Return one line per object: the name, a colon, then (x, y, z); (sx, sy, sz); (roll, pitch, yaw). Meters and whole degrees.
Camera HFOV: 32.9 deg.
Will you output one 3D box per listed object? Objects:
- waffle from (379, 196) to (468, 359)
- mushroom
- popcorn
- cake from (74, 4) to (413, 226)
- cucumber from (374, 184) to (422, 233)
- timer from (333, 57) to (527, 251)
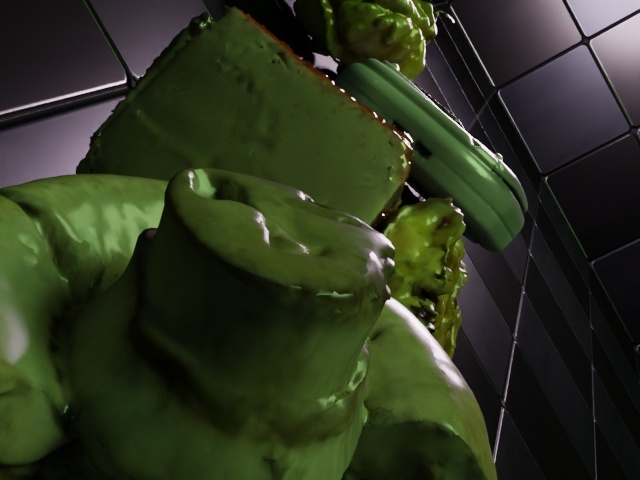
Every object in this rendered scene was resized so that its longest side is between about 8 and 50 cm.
waffle: (0.035, 0.105, 0.659); (0.309, 0.065, 0.283); (35, 66, -77)
mushroom: (-0.062, 0.048, 0.422); (0.253, 0.195, 0.189); (6, 31, -30)
popcorn: (0.065, -0.260, 1.294); (0.195, 0.174, 0.168); (43, -16, -34)
cake: (0.000, 0.000, 0.679); (0.159, 0.158, 0.262); (42, 3, 38)
cucumber: (0.040, -0.059, 1.086); (0.300, 0.072, 0.072); (41, 27, -48)
timer: (0.124, -0.095, 1.203); (0.237, 0.087, 0.262); (45, 4, 19)
